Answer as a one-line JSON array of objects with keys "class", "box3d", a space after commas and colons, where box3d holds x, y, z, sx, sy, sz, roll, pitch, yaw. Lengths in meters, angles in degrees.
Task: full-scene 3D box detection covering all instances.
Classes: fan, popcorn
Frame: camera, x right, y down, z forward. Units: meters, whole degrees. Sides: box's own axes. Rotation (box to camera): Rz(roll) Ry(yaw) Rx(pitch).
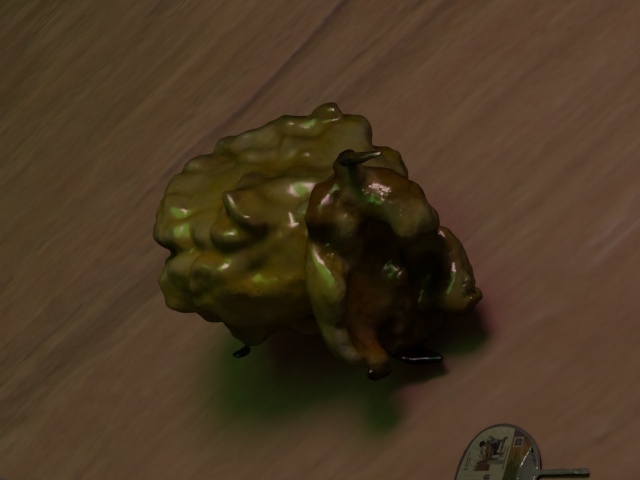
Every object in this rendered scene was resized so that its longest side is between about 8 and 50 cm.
[{"class": "fan", "box3d": [0.103, 0.119, 0.762, 0.080, 0.003, 0.060, -31, 38, 19]}, {"class": "popcorn", "box3d": [-0.010, 0.001, 0.858, 0.168, 0.173, 0.195, -6, 23, -20]}]

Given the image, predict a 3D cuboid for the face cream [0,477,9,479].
[{"class": "face cream", "box3d": [-0.258, 0.307, 0.860, 0.163, 0.080, 0.336, -25, 39, 24]}]
